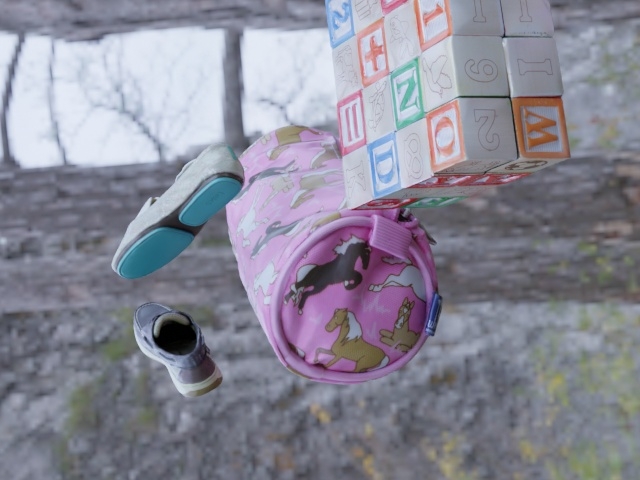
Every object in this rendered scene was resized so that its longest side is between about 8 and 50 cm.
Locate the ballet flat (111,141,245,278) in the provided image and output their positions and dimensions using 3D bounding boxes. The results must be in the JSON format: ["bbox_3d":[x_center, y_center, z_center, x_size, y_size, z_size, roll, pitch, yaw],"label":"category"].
[{"bbox_3d":[-0.128,-0.028,1.305,0.057,0.168,0.052,23,-141,-43],"label":"ballet flat"}]

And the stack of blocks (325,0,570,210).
[{"bbox_3d":[0.079,-0.183,1.054,0.171,0.087,0.297,-23,72,62],"label":"stack of blocks"}]

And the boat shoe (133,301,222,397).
[{"bbox_3d":[-0.132,0.086,1.309,0.152,0.056,0.049,37,145,53],"label":"boat shoe"}]

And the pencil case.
[{"bbox_3d":[0.000,0.000,1.386,0.386,0.167,0.160,-124,22,-71],"label":"pencil case"}]
